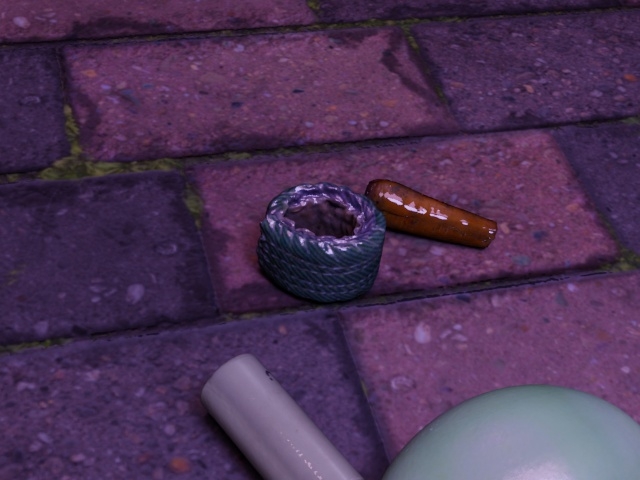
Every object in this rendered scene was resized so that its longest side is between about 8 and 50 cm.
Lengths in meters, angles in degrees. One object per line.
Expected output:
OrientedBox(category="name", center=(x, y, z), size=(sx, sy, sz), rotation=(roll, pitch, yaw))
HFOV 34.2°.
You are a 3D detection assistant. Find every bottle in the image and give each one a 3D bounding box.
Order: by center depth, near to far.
OrientedBox(category="bottle", center=(-0.027, 0.198, 0.970), size=(0.072, 0.072, 0.201), rotation=(-28, 57, -30))

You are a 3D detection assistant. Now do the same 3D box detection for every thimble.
OrientedBox(category="thimble", center=(0.002, 0.000, 1.149), size=(0.135, 0.090, 0.118), rotation=(18, 44, 10))

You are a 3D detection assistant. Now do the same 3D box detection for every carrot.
OrientedBox(category="carrot", center=(0.127, -0.028, 1.225), size=(0.161, 0.055, 0.055), rotation=(19, 47, -1))

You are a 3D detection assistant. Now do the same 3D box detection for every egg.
OrientedBox(category="egg", center=(0.165, 0.236, 0.866), size=(0.269, 0.220, 0.220), rotation=(-18, 52, -12))
